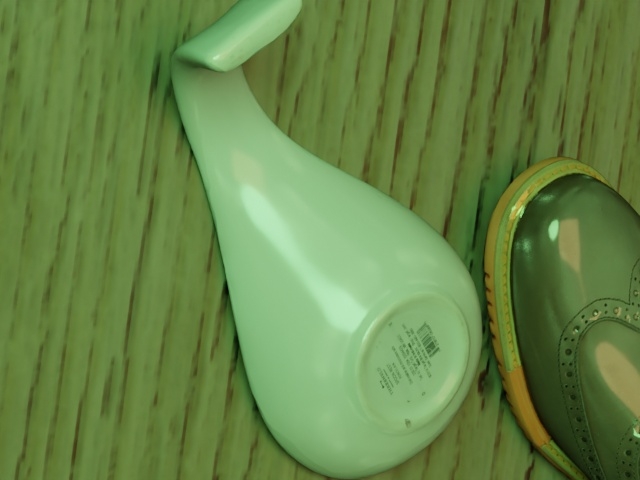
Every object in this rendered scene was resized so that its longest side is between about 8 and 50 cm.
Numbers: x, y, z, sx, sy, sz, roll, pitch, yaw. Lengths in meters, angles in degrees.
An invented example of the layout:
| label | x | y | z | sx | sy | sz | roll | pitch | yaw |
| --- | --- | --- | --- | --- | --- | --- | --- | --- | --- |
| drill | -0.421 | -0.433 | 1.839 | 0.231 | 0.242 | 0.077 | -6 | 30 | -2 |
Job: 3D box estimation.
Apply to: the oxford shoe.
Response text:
| label | x | y | z | sx | sy | sz | roll | pitch | yaw |
| --- | --- | --- | --- | --- | --- | --- | --- | --- | --- |
| oxford shoe | 0.209 | 0.112 | 0.981 | 0.130 | 0.133 | 0.363 | -39 | 112 | -22 |

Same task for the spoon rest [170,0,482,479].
| label | x | y | z | sx | sy | sz | roll | pitch | yaw |
| --- | --- | --- | --- | --- | --- | --- | --- | --- | --- |
| spoon rest | 0.000 | 0.000 | 0.892 | 0.137 | 0.084 | 0.276 | -39 | 125 | -21 |
